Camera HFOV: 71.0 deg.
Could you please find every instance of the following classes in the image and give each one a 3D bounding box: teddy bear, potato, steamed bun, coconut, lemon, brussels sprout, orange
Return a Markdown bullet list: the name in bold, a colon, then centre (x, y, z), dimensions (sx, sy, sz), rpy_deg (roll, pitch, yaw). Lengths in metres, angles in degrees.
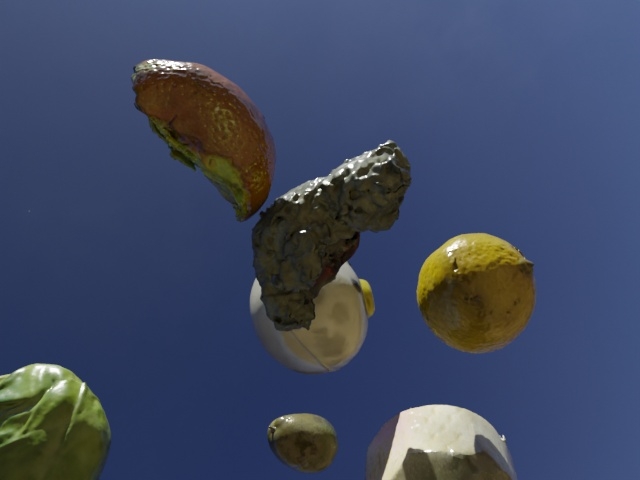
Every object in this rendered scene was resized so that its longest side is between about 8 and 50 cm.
- **teddy bear**: centre (0.038, -0.035, 0.852), dimensions (0.224, 0.368, 0.357), rpy_deg (48, -136, -18)
- **potato**: centre (-0.063, 0.653, 1.467), dimensions (0.251, 0.174, 0.159), rpy_deg (27, -63, -19)
- **steamed bun**: centre (-0.029, 0.177, 1.201), dimensions (0.334, 0.374, 0.333), rpy_deg (-3, -68, -8)
- **coconut**: centre (0.244, 0.523, 0.901), dimensions (0.353, 0.353, 0.352), rpy_deg (-2, -86, -33)
- **lemon**: centre (0.311, 0.113, 0.909), dimensions (0.228, 0.228, 0.253), rpy_deg (-28, -42, -28)
- **brussels sprout**: centre (-0.361, 0.256, 0.529), dimensions (0.223, 0.223, 0.161), rpy_deg (-49, -31, -20)
- **orange**: centre (-0.214, -0.199, 0.859), dimensions (0.335, 0.262, 0.196), rpy_deg (38, -113, 4)
